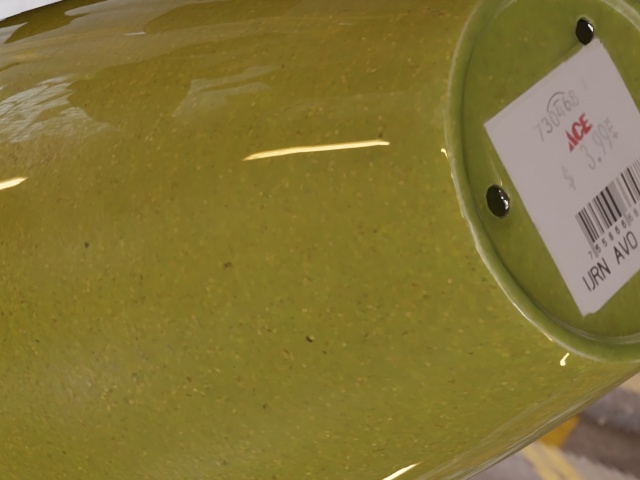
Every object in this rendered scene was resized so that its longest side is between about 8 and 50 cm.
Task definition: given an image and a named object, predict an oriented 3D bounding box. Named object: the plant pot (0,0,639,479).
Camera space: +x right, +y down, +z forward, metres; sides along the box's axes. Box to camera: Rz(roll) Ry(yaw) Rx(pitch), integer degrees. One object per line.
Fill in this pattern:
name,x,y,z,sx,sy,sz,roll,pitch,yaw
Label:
plant pot,0.000,0.000,0.653,0.293,0.275,0.275,-16,124,48
